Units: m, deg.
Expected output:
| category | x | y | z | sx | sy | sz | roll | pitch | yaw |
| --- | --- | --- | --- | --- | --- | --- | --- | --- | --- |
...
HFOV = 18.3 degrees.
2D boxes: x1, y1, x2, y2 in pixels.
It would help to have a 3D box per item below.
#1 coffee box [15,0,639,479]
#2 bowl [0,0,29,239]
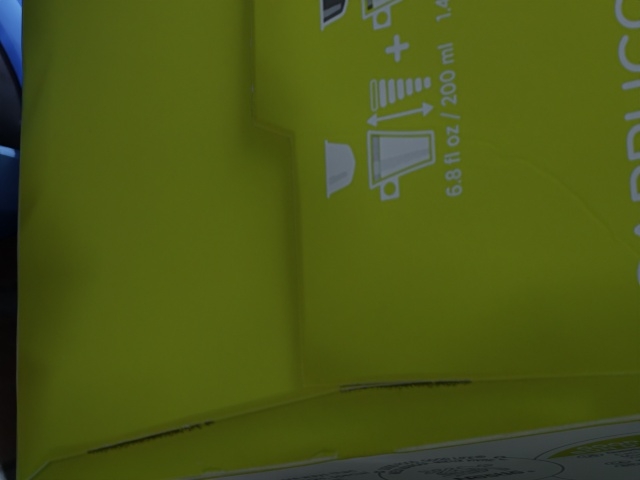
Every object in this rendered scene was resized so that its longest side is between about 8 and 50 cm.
| category | x | y | z | sx | sy | sz | roll | pitch | yaw |
| --- | --- | --- | --- | --- | --- | --- | --- | --- | --- |
| coffee box | 0.104 | -0.058 | 0.837 | 0.334 | 0.338 | 0.337 | 17 | 67 | -52 |
| bowl | -0.245 | -0.153 | 0.898 | 0.391 | 0.077 | 0.391 | 39 | 20 | -17 |
